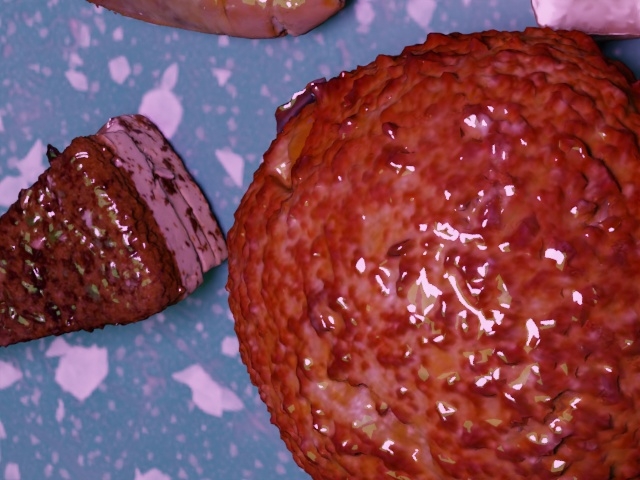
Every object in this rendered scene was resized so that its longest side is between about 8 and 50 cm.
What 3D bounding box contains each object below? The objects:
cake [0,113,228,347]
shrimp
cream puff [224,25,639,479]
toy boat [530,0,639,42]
[{"bbox_3d":[-0.179,0.040,1.336,0.135,0.112,0.246,47,116,9],"label":"cake"},{"bbox_3d":[-0.089,-0.208,1.272,0.267,0.061,0.145,2,92,30],"label":"shrimp"},{"bbox_3d":[0.099,0.039,1.113,0.350,0.228,0.351,2,101,12],"label":"cream puff"},{"bbox_3d":[0.212,-0.178,1.122,0.188,0.061,0.116,-5,97,27],"label":"toy boat"}]
